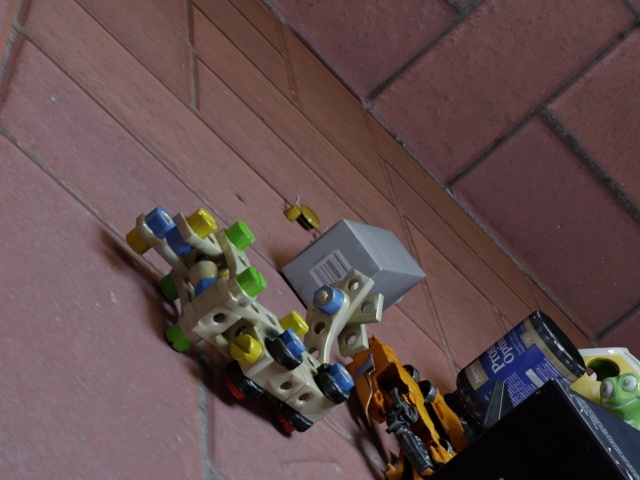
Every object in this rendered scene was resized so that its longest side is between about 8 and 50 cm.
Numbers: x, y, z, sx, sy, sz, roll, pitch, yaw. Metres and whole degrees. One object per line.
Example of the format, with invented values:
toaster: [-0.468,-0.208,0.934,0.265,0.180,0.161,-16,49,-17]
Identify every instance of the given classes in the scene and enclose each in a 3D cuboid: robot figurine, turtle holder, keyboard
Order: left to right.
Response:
robot figurine: [0.129,0.256,1.834,0.211,0.085,0.291,41,15,-30]
keyboard: [0.257,0.357,1.823,0.201,0.033,0.317,-70,143,-58]
turtle holder: [0.427,0.285,2.231,0.320,0.243,0.228,17,70,-64]

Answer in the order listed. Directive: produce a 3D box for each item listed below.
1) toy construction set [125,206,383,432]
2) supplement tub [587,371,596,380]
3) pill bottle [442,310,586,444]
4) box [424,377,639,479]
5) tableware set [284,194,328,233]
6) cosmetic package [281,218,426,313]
toy construction set: [-0.060,0.088,1.587,0.327,0.151,0.215,22,28,-42]
supplement tub: [0.506,0.384,2.476,0.272,0.191,0.191,51,13,8]
pill bottle: [0.287,0.218,2.159,0.123,0.219,0.123,46,13,-14]
box: [0.239,0.330,1.515,0.294,0.296,0.183,30,23,-55]
tableware set: [0.000,0.000,2.278,0.154,0.024,0.104,47,16,-14]
cosmetic package: [0.053,0.049,2.080,0.107,0.127,0.238,53,12,13]
